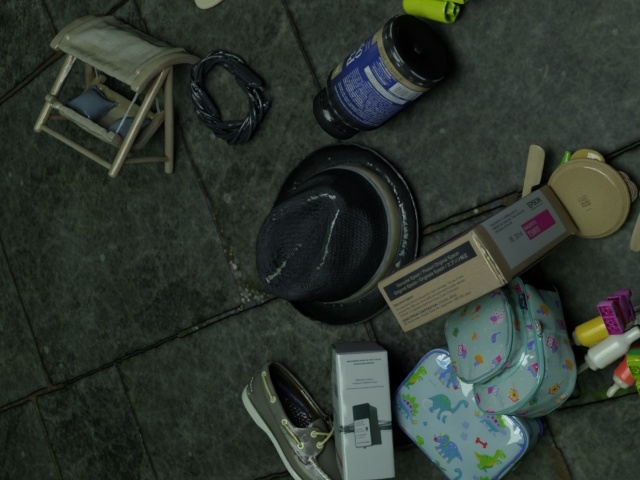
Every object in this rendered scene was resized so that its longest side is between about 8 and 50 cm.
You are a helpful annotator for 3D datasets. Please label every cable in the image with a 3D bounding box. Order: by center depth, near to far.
[{"bbox_3d":[0.473,0.106,1.157,0.139,0.072,0.287,47,122,17],"label":"cable"},{"bbox_3d":[-0.177,-0.268,1.564,0.184,0.047,0.150,40,123,18],"label":"cable"}]

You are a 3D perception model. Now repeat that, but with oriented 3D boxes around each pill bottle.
[{"bbox_3d":[0.087,-0.249,1.323,0.219,0.123,0.122,-32,79,47],"label":"pill bottle"}]

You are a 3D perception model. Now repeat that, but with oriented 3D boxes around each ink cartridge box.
[{"bbox_3d":[0.226,0.024,1.196,0.193,0.235,0.088,-35,83,43],"label":"ink cartridge box"},{"bbox_3d":[0.067,0.281,1.396,0.087,0.153,0.208,-3,90,-4],"label":"ink cartridge box"}]

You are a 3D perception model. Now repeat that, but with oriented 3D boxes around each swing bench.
[{"bbox_3d":[-0.400,-0.289,1.636,0.253,0.165,0.254,28,112,28],"label":"swing bench"}]

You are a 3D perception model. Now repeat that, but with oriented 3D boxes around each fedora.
[{"bbox_3d":[0.000,0.000,1.416,0.334,0.152,0.334,7,102,33],"label":"fedora"}]

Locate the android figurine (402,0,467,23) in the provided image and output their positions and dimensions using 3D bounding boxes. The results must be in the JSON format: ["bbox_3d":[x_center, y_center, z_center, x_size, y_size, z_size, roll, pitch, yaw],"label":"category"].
[{"bbox_3d":[0.145,-0.447,1.241,0.273,0.056,0.248,26,146,37],"label":"android figurine"}]

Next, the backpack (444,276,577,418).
[{"bbox_3d":[0.278,0.162,1.220,0.166,0.144,0.188,-43,51,43],"label":"backpack"}]

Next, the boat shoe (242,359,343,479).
[{"bbox_3d":[-0.025,0.349,1.517,0.305,0.109,0.091,46,125,24],"label":"boat shoe"}]

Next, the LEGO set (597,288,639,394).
[{"bbox_3d":[0.464,0.152,1.120,0.087,0.093,0.227,-11,114,42],"label":"LEGO set"}]

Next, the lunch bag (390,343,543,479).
[{"bbox_3d":[0.233,0.280,1.340,0.219,0.090,0.176,45,120,21],"label":"lunch bag"}]

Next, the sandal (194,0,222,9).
[{"bbox_3d":[-0.175,-0.507,1.496,0.240,0.079,0.088,-31,80,34],"label":"sandal"}]

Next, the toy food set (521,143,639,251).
[{"bbox_3d":[0.389,-0.066,1.209,0.192,0.038,0.132,23,124,30],"label":"toy food set"}]
